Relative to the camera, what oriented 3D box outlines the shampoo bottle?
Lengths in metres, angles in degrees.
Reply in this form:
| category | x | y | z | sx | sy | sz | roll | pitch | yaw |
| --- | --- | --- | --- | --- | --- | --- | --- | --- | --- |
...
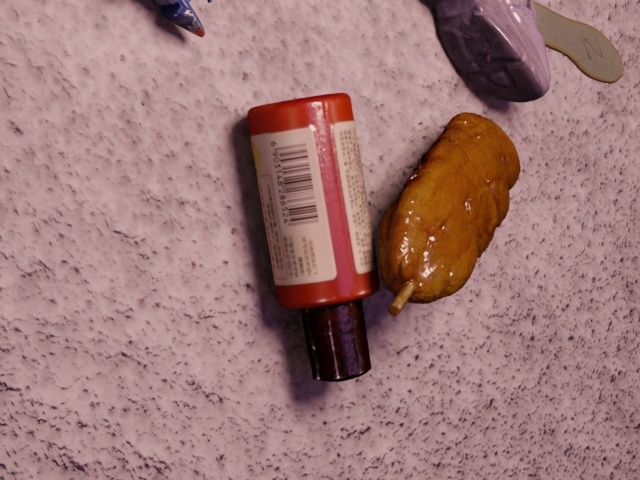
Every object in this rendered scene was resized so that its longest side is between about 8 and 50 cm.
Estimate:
| category | x | y | z | sx | sy | sz | roll | pitch | yaw |
| --- | --- | --- | --- | --- | --- | --- | --- | --- | --- |
| shampoo bottle | 0.000 | 0.000 | 1.257 | 0.104 | 0.104 | 0.278 | -12 | 95 | -36 |

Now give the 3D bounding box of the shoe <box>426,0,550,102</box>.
| category | x | y | z | sx | sy | sz | roll | pitch | yaw |
| --- | --- | --- | --- | --- | --- | --- | --- | --- | --- |
| shoe | 0.194 | -0.274 | 1.422 | 0.137 | 0.095 | 0.245 | -42 | 105 | -27 |

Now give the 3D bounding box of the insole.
| category | x | y | z | sx | sy | sz | roll | pitch | yaw |
| --- | --- | --- | --- | --- | --- | --- | --- | --- | --- |
| insole | 0.309 | -0.242 | 1.560 | 0.188 | 0.004 | 0.064 | 20 | 75 | -35 |

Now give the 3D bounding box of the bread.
| category | x | y | z | sx | sy | sz | roll | pitch | yaw |
| --- | --- | --- | --- | --- | --- | --- | --- | --- | --- |
| bread | 0.120 | -0.023 | 1.301 | 0.124 | 0.084 | 0.344 | 54 | 37 | -14 |

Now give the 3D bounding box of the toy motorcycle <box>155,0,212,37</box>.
| category | x | y | z | sx | sy | sz | roll | pitch | yaw |
| --- | --- | --- | --- | --- | --- | --- | --- | --- | --- |
| toy motorcycle | -0.172 | -0.272 | 1.166 | 0.205 | 0.076 | 0.114 | 26 | 82 | -35 |
